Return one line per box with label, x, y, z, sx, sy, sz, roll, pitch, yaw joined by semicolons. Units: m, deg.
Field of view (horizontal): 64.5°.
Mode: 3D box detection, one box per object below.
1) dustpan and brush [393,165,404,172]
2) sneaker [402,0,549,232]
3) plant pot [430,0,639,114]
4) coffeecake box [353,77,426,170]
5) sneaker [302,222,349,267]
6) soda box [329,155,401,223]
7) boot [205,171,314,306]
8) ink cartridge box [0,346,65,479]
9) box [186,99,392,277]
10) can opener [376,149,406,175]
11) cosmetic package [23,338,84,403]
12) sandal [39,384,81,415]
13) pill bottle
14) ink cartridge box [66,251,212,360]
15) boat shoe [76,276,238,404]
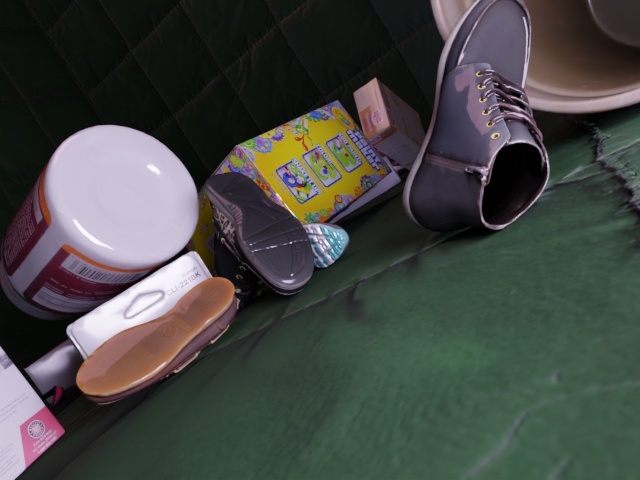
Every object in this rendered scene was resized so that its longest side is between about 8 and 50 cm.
dustpan and brush;0.111;-0.145;1.277;0.211;0.060;0.147;-6;20;20
sneaker;0.149;-0.109;0.416;0.118;0.083;0.222;-165;92;-72
plant pot;0.317;-0.294;0.510;0.280;0.323;0.323;-14;-9;-44
coffeecake box;0.168;-0.263;1.167;0.068;0.142;0.185;-29;-32;32
sneaker;0.000;0.000;0.703;0.076;0.065;0.166;-30;6;-28
soda box;0.074;-0.109;1.163;0.216;0.069;0.074;-32;6;10
boot;-0.089;0.033;0.705;0.085;0.236;0.179;-18;-45;-28
ink cartridge box;-0.428;0.191;0.572;0.092;0.218;0.158;-31;6;11
box;-0.073;-0.077;0.952;0.279;0.177;0.290;-38;0;-43
can opener;0.130;-0.191;1.377;0.283;0.076;0.095;-16;24;41
cosmetic package;-0.566;0.272;1.214;0.238;0.107;0.127;-39;8;-29
sandal;-0.484;0.291;0.905;0.067;0.040;0.179;-32;6;2
pill bottle;-0.393;-0.003;0.857;0.392;0.224;0.224;-28;7;43
ink cartridge box;-0.278;0.130;0.798;0.197;0.114;0.273;-35;5;-27
boat shoe;-0.180;0.126;0.603;0.207;0.073;0.073;-32;-33;-34
